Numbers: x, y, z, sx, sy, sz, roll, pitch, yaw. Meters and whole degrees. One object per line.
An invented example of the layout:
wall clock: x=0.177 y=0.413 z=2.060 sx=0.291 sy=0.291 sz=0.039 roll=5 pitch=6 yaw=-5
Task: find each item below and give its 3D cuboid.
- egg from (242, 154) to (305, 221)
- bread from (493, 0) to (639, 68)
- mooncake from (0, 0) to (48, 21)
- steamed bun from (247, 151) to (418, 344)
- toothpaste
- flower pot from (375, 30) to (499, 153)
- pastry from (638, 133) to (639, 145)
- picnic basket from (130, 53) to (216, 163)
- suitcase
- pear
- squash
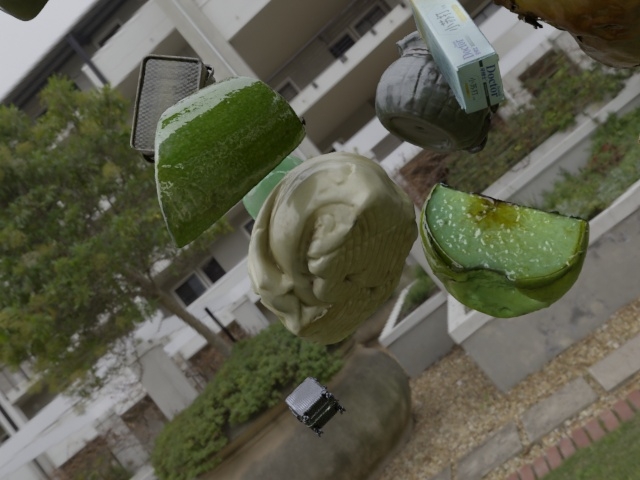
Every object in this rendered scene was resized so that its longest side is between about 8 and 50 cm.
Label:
egg: x=-0.104 y=-0.129 z=1.712 sx=0.220 sy=0.220 sz=0.269 roll=-41 pitch=-45 yaw=22
bread: x=0.440 y=-0.361 z=0.865 sx=0.277 sy=0.324 sz=0.167 roll=162 pitch=117 yaw=-72
mooncake: x=-0.741 y=-0.690 z=1.527 sx=0.275 sy=0.275 sz=0.135 roll=-41 pitch=-39 yaw=15
steamed bun: x=0.002 y=-0.002 z=0.961 sx=0.276 sy=0.203 sz=0.289 roll=-44 pitch=-33 yaw=-4
toothpaste: x=0.207 y=-0.318 z=0.973 sx=0.071 sy=0.089 sz=0.313 roll=-19 pitch=41 yaw=9
flower pot: x=0.285 y=-0.342 z=1.469 sx=0.302 sy=0.301 sz=0.213 roll=84 pitch=-152 yaw=-85
pastry: x=0.826 y=-0.217 z=1.394 sx=0.192 sy=0.182 sz=0.093 roll=-40 pitch=-18 yaw=-30
picnic basket: x=-0.360 y=-0.323 z=1.529 sx=0.139 sy=0.165 sz=0.267 roll=37 pitch=-121 yaw=-83
suitcase: x=-0.014 y=0.333 z=1.239 sx=0.086 sy=0.059 sz=0.126 roll=-41 pitch=17 yaw=-14
pear: x=0.300 y=0.044 z=1.078 sx=0.292 sy=0.292 sz=0.159 roll=128 pitch=165 yaw=-70
squash: x=-0.168 y=-0.120 z=0.788 sx=0.203 sy=0.111 sz=0.289 roll=7 pitch=38 yaw=34
